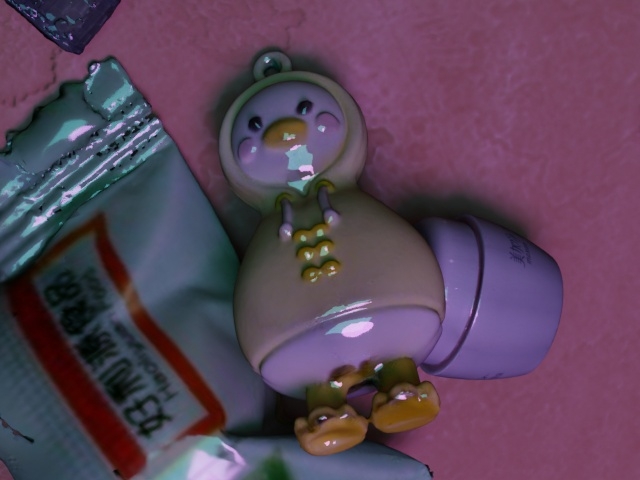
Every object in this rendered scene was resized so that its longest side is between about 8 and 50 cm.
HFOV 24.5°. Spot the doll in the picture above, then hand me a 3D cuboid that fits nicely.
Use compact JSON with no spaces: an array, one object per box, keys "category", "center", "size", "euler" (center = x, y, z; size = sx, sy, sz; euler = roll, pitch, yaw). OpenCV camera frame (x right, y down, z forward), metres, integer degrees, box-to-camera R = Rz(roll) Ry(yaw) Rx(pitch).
[{"category":"doll","center":[-0.004,-0.005,0.981],"size":[0.141,0.117,0.296],"euler":[-22,69,9]}]

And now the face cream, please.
[{"category":"face cream","center":[0.106,0.042,1.048],"size":[0.104,0.117,0.117],"euler":[15,102,-17]}]

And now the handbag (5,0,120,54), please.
[{"category":"handbag","center":[-0.205,-0.268,0.976],"size":[0.175,0.089,0.270],"euler":[-39,103,13]}]

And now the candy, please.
[{"category":"candy","center":[-0.130,0.101,1.046],"size":[0.263,0.172,0.398],"euler":[-37,83,-5]}]
